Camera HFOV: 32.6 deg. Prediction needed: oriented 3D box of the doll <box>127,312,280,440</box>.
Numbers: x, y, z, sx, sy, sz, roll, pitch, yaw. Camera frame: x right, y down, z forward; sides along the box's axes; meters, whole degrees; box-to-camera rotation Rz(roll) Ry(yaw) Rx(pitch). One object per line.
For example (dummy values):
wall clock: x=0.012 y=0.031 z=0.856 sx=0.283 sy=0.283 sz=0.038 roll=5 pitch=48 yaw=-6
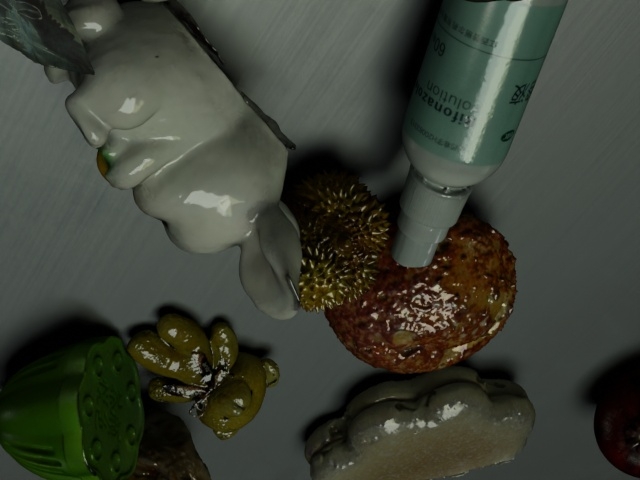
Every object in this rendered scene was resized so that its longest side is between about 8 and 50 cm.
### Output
doll: x=-0.143 y=0.169 z=1.348 sx=0.137 sy=0.097 sz=0.209 roll=-46 pitch=128 yaw=8

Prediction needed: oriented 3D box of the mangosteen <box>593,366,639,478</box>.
mangosteen: x=0.515 y=0.276 z=1.685 sx=0.199 sy=0.200 sz=0.200 roll=-11 pitch=139 yaw=-10

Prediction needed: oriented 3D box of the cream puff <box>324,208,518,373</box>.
cream puff: x=0.123 y=0.064 z=1.291 sx=0.240 sy=0.164 sz=0.240 roll=-12 pitch=134 yaw=-13

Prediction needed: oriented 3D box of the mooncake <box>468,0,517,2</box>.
mooncake: x=0.143 y=-0.319 z=0.776 sx=0.290 sy=0.290 sz=0.161 roll=-34 pitch=132 yaw=17

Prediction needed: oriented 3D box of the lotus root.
lotus root: x=-0.317 y=0.207 z=1.286 sx=0.186 sy=0.186 sz=0.186 roll=-11 pitch=139 yaw=-10

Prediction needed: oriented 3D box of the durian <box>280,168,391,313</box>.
durian: x=0.000 y=0.000 z=1.173 sx=0.158 sy=0.168 sz=0.137 roll=-37 pitch=109 yaw=-20

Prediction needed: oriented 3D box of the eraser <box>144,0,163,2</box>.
eraser: x=-0.088 y=-0.295 z=0.768 sx=0.149 sy=0.331 sz=0.331 roll=-14 pitch=139 yaw=-9

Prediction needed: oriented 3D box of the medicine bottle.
medicine bottle: x=0.140 y=-0.122 z=1.083 sx=0.110 sy=0.110 sz=0.352 roll=1 pitch=126 yaw=-23

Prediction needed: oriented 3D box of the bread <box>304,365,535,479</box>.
bread: x=0.140 y=0.261 z=1.559 sx=0.337 sy=0.102 sz=0.183 roll=-14 pitch=136 yaw=-3

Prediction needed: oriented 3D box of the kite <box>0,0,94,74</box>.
kite: x=-0.265 y=-0.262 z=0.812 sx=0.015 sy=0.169 sz=0.310 roll=-39 pitch=135 yaw=-29

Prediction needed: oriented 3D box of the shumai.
shumai: x=-0.211 y=0.298 z=1.430 sx=0.218 sy=0.184 sz=0.185 roll=-24 pitch=178 yaw=25

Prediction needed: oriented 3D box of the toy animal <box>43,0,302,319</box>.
toy animal: x=-0.112 y=-0.078 z=0.985 sx=0.154 sy=0.208 sz=0.325 roll=-41 pitch=96 yaw=1
